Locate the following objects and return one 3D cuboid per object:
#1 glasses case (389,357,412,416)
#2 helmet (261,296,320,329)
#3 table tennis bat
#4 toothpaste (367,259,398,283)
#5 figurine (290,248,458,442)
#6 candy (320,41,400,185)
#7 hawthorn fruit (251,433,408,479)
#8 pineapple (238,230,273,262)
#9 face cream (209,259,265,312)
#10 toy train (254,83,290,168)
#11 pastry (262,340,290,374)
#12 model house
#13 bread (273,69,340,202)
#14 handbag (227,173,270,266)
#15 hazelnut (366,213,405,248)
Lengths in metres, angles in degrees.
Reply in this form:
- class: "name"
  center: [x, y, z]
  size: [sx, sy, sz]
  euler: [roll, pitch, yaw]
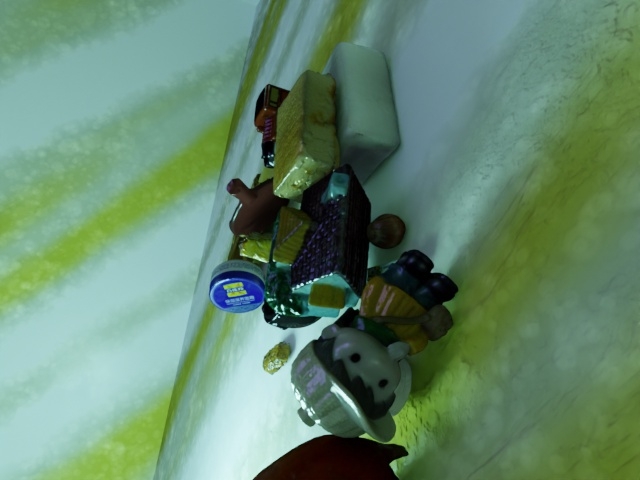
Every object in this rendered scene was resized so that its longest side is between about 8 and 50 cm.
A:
- class: "glasses case"
  center: [0.095, 0.243, 1.037]
  size: [0.113, 0.075, 0.297]
  euler: [-69, 24, 9]
- class: "helmet"
  center: [-0.036, 0.109, 1.327]
  size: [0.278, 0.161, 0.230]
  euler: [-67, 16, -15]
- class: "table tennis bat"
  center: [-0.216, -0.123, 1.720]
  size: [0.268, 0.051, 0.415]
  euler: [-45, -16, 1]
- class: "toothpaste"
  center: [0.151, 0.068, 1.066]
  size: [0.164, 0.034, 0.046]
  euler: [156, 122, -63]
- class: "figurine"
  center: [0.089, 0.180, 0.875]
  size: [0.332, 0.185, 0.204]
  euler: [-54, 10, -26]
- class: "candy"
  center: [0.082, -0.327, 1.321]
  size: [0.208, 0.145, 0.358]
  euler: [131, 145, -49]
- class: "hawthorn fruit"
  center: [0.006, 0.475, 0.841]
  size: [0.295, 0.295, 0.311]
  euler: [-132, 56, -64]
- class: "pineapple"
  center: [-0.187, 0.036, 1.761]
  size: [0.236, 0.186, 0.114]
  euler: [-2, -74, -68]
- class: "face cream"
  center: [-0.306, 0.167, 1.875]
  size: [0.111, 0.206, 0.206]
  euler: [-98, 30, -45]
- class: "toy train"
  center: [-0.105, -0.370, 1.685]
  size: [0.163, 0.232, 0.368]
  euler: [139, 139, -56]
- class: "pastry"
  center: [-0.137, 0.363, 1.551]
  size: [0.140, 0.056, 0.080]
  euler: [124, 162, -44]
- class: "model house"
  center: [0.000, 0.000, 1.102]
  size: [0.248, 0.230, 0.280]
  euler: [99, 176, -63]
- class: "bread"
  center: [-0.033, -0.251, 1.226]
  size: [0.185, 0.114, 0.274]
  euler: [-42, 42, 51]
- class: "handbag"
  center: [-0.279, -0.065, 2.069]
  size: [0.283, 0.133, 0.400]
  euler: [-129, 56, -69]
- class: "hazelnut"
  center: [0.139, -0.021, 1.088]
  size: [0.086, 0.086, 0.086]
  euler: [-47, 36, 50]
